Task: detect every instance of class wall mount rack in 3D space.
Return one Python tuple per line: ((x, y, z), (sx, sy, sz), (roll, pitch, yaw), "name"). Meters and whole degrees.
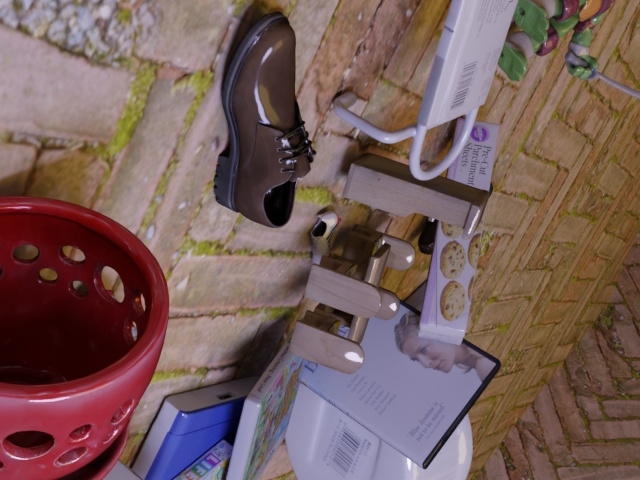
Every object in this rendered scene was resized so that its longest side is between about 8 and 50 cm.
((0.157, -0.255, 1.056), (0.304, 0.130, 0.350), (-28, 143, -42), "wall mount rack")

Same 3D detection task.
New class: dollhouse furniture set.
((0.092, 0.035, 1.167), (0.212, 0.161, 0.242), (-39, 147, -69), "dollhouse furniture set")

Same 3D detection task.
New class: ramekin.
((0.074, 0.290, 1.389), (0.135, 0.277, 0.277), (-14, 132, -47), "ramekin")

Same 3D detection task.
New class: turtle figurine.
((0.398, -0.297, 1.320), (0.266, 0.198, 0.275), (-26, 103, -22), "turtle figurine")

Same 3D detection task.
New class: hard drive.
((-0.190, 0.329, 1.203), (0.210, 0.040, 0.319), (0, 120, -63), "hard drive")

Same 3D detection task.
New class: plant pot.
((-0.219, 0.089, 0.682), (0.191, 0.191, 0.174), (-31, 153, -45), "plant pot")

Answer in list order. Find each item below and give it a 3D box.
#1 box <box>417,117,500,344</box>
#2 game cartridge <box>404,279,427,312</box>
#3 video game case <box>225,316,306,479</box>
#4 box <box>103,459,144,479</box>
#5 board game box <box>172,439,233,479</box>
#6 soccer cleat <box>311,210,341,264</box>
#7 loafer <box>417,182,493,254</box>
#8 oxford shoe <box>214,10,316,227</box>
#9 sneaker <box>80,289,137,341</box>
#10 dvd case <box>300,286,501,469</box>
((0.194, -0.017, 1.310), (0.063, 0.067, 0.324), (87, 16, -67), "box")
((0.182, 0.191, 1.735), (0.196, 0.060, 0.294), (-35, 148, -33), "game cartridge")
((-0.068, 0.231, 1.211), (0.193, 0.023, 0.212), (-52, 160, -56), "video game case")
((-0.272, 0.323, 0.932), (0.232, 0.127, 0.149), (-46, 154, -23), "box")
((-0.157, 0.337, 1.188), (0.103, 0.026, 0.154), (-34, 147, -42), "board game box")
((0.000, 0.000, 1.180), (0.035, 0.029, 0.083), (-11, 129, -44), "soccer cleat")
((0.205, -0.052, 1.484), (0.170, 0.062, 0.061), (-52, 134, -20), "loafer")
((-0.039, -0.108, 0.887), (0.083, 0.096, 0.227), (-36, 147, -36), "oxford shoe")
((-0.219, 0.089, 0.865), (0.118, 0.067, 0.042), (-35, 171, 30), "sneaker")
((0.094, 0.172, 1.288), (0.180, 0.253, 0.022), (-49, 152, -18), "dvd case")
